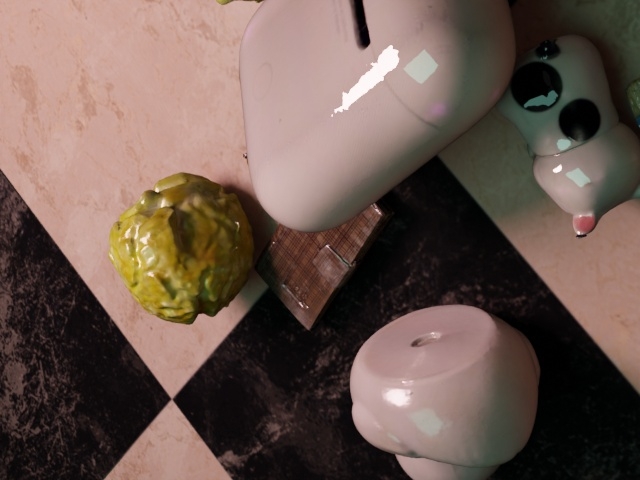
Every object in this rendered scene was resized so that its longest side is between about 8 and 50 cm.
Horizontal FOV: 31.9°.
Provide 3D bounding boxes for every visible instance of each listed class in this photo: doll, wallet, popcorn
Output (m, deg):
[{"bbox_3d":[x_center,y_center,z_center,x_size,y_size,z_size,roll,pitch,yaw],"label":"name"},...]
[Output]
[{"bbox_3d":[0.144,0.194,1.239,0.251,0.221,0.221,18,124,65],"label":"doll"},{"bbox_3d":[0.241,-0.107,1.074,0.110,0.107,0.181,-27,99,1],"label":"doll"},{"bbox_3d":[0.000,0.000,1.372,0.124,0.042,0.230,48,132,18],"label":"wallet"},{"bbox_3d":[-0.180,0.006,1.450,0.212,0.198,0.198,32,130,55],"label":"popcorn"}]

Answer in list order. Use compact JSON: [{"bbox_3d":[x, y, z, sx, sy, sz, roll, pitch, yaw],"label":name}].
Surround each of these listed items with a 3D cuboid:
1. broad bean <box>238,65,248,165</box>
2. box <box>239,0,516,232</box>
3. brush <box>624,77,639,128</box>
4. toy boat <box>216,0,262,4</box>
[{"bbox_3d":[-0.066,-0.176,1.347,0.070,0.048,0.214,24,126,30],"label":"broad bean"},{"bbox_3d":[0.043,-0.188,1.130,0.349,0.141,0.289,-38,48,44],"label":"box"},{"bbox_3d":[0.339,-0.082,1.051,0.051,0.014,0.164,-30,81,46],"label":"brush"},{"bbox_3d":[-0.142,-0.396,1.271,0.084,0.111,0.276,-43,76,38],"label":"toy boat"}]
